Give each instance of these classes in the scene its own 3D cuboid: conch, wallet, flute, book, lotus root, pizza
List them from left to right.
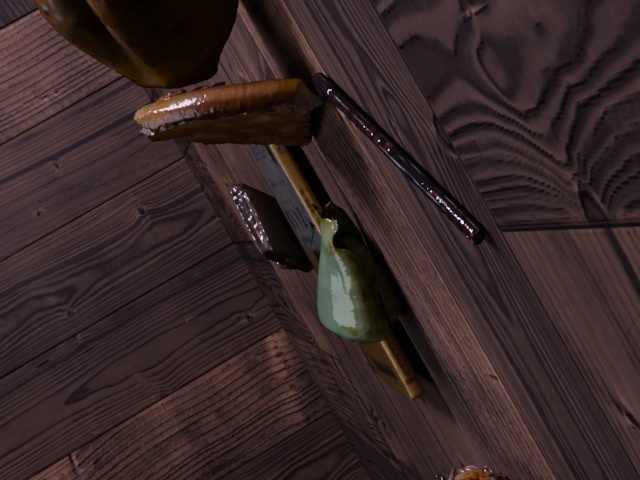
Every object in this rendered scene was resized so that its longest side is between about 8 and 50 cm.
[{"bbox_3d":[-0.181,-0.261,1.134,0.193,0.193,0.291,50,168,56],"label":"lotus root"},{"bbox_3d":[-0.058,-0.118,1.190,0.195,0.185,0.052,9,-102,-65],"label":"pizza"},{"bbox_3d":[-0.055,-0.015,1.668,0.118,0.038,0.152,62,-166,18],"label":"wallet"},{"bbox_3d":[0.000,0.000,1.519,0.389,0.032,0.269,61,175,-4],"label":"book"},{"bbox_3d":[0.034,0.042,1.314,0.105,0.079,0.170,30,146,46],"label":"conch"},{"bbox_3d":[0.051,-0.068,0.949,0.269,0.014,0.014,50,169,51],"label":"flute"}]

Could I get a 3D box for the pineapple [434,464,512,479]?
[{"bbox_3d":[0.189,0.292,1.207,0.225,0.076,0.225,58,176,7],"label":"pineapple"}]
